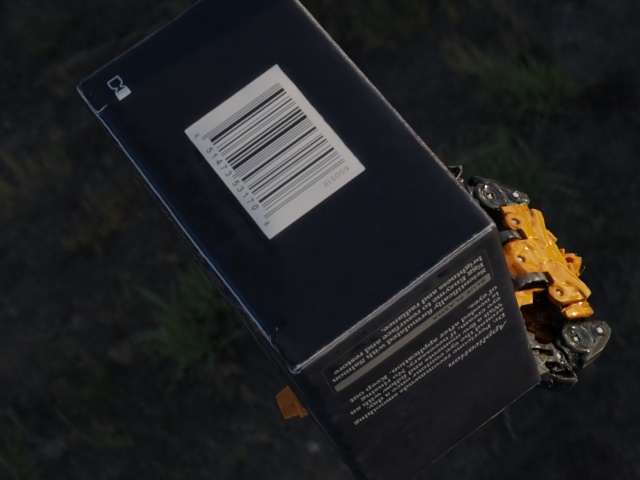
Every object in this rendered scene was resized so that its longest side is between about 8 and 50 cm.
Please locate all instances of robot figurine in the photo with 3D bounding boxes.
[{"bbox_3d":[0.080,0.042,1.296,0.291,0.085,0.211,-6,55,-35],"label":"robot figurine"}]

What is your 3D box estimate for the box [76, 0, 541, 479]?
[{"bbox_3d":[0.000,0.000,0.687,0.093,0.158,0.156,-36,62,-5],"label":"box"}]
